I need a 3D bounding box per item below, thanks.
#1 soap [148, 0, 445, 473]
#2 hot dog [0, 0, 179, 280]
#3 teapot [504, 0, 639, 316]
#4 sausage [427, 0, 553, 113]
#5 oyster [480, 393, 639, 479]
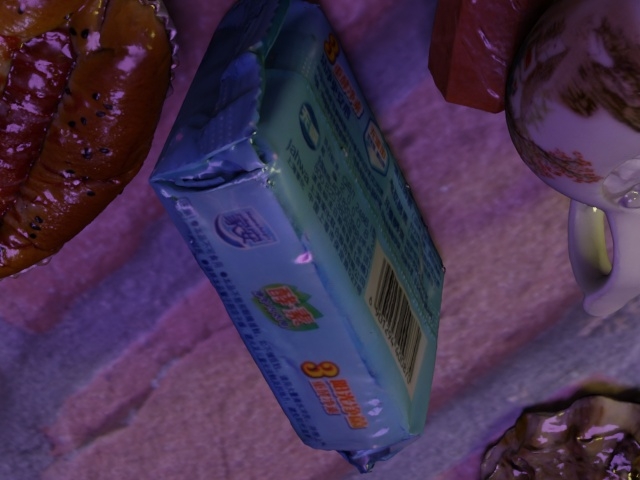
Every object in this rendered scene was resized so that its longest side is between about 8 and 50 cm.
[{"bbox_3d":[0.000,0.000,0.780,0.077,0.156,0.293,-9,129,24],"label":"soap"},{"bbox_3d":[-0.178,-0.067,0.793,0.144,0.075,0.268,27,127,-17],"label":"hot dog"},{"bbox_3d":[0.196,-0.062,0.685,0.204,0.139,0.298,-1,163,-9],"label":"teapot"},{"bbox_3d":[0.100,-0.150,0.699,0.065,0.065,0.169,8,131,-2],"label":"sausage"},{"bbox_3d":[0.206,0.212,1.001,0.214,0.083,0.223,-21,120,19],"label":"oyster"}]
